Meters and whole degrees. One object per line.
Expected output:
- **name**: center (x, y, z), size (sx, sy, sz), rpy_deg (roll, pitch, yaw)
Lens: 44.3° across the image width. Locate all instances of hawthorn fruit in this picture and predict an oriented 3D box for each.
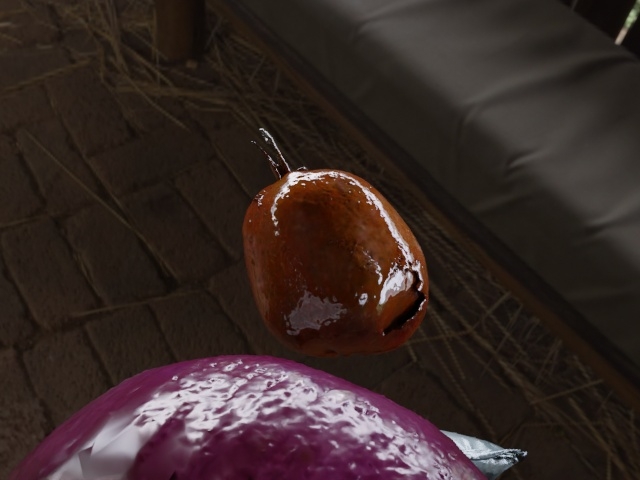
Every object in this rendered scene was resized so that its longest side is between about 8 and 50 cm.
- **hawthorn fruit**: center (0.000, 0.000, 0.926), size (0.211, 0.211, 0.299), rpy_deg (-25, 92, -24)

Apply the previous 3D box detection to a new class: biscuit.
- **biscuit**: center (0.145, 0.350, 1.216), size (0.186, 0.309, 0.079), rpy_deg (14, 60, -30)

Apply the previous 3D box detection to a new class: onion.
- **onion**: center (-0.009, 0.222, 0.492), size (0.347, 0.348, 0.385), rpy_deg (32, 22, 16)
